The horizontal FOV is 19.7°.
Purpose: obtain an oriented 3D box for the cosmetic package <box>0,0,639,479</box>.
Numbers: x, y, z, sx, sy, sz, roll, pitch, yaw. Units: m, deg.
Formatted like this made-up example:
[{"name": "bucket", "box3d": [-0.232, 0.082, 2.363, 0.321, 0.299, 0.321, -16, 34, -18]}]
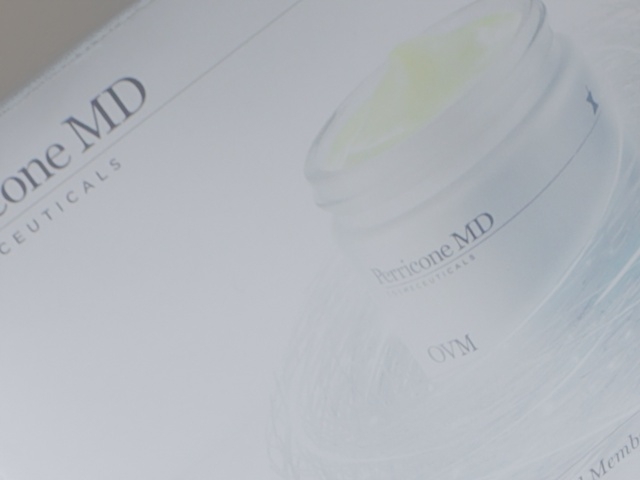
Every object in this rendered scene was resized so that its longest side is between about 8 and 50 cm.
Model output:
[{"name": "cosmetic package", "box3d": [0.000, 0.000, 0.533, 0.224, 0.224, 0.138, 55, 171, -24]}]
